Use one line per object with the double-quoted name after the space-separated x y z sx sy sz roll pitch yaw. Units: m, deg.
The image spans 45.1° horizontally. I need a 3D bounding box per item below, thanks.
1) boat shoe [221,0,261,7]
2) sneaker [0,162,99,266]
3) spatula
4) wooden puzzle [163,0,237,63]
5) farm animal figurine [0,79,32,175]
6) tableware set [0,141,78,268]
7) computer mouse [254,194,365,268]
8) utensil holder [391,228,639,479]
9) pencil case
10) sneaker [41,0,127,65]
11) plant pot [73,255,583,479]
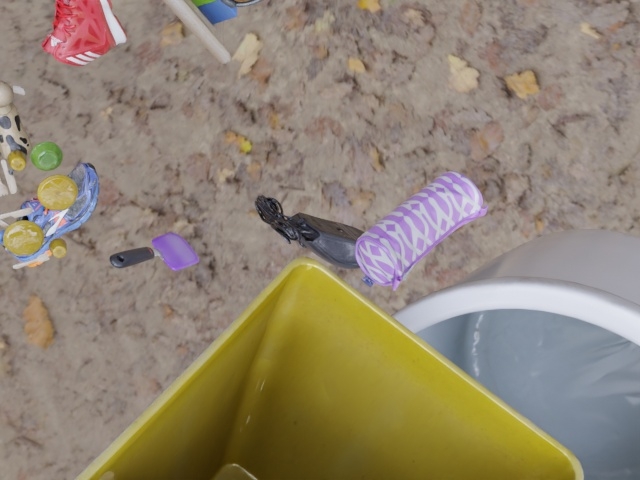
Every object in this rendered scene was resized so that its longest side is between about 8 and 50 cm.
-0.002 -0.274 0.621 0.233 0.079 0.084 -32 122 34 "boat shoe"
-0.468 -0.048 1.336 0.221 0.083 0.087 -49 145 5 "sneaker"
-0.315 0.025 1.449 0.030 0.296 0.084 -40 83 12 "spatula"
-0.209 -0.487 1.149 0.080 0.348 0.322 -16 154 18 "wooden puzzle"
-0.639 -0.291 1.334 0.330 0.172 0.327 15 95 -35 "farm animal figurine"
-0.351 -0.044 0.955 0.104 0.024 0.154 -17 121 -18 "tableware set"
0.000 0.000 1.526 0.272 0.188 0.072 16 105 -29 "computer mouse"
0.222 0.163 0.696 0.327 0.385 0.327 4 99 26 "utensil holder"
0.140 -0.017 1.087 0.088 0.206 0.086 38 151 25 "pencil case"
-0.405 -0.361 1.247 0.128 0.087 0.221 -44 152 -11 "sneaker"
-0.012 0.179 0.449 0.212 0.212 0.187 37 132 7 "plant pot"
